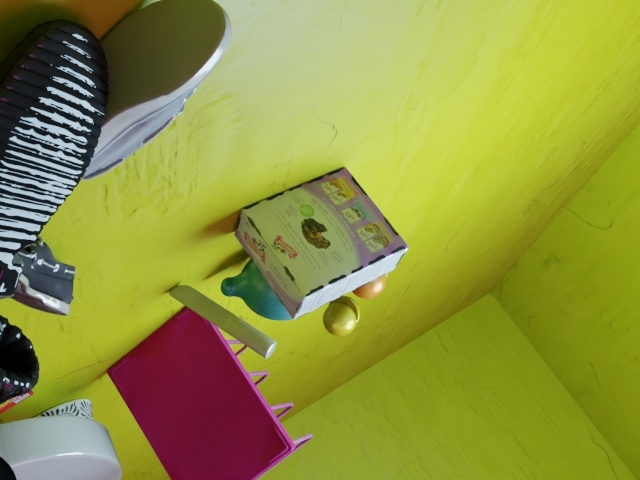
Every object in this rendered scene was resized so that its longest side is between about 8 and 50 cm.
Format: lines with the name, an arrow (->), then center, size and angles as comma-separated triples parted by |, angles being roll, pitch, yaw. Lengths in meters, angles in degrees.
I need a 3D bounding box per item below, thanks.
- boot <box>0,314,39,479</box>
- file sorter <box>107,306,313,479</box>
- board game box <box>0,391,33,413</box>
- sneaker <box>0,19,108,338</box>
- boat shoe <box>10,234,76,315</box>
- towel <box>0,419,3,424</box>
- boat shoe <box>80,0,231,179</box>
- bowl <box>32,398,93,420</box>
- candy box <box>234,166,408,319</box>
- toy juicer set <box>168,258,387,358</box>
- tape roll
boot -> -0.398, 0.201, 0.850 | 0.260, 0.131, 0.348 | -41, 145, 1
file sorter -> -0.178, 0.282, 1.338 | 0.202, 0.291, 0.182 | -38, 165, 8
board game box -> -0.470, 0.197, 0.981 | 0.146, 0.045, 0.193 | -32, 161, -12
sneaker -> -0.294, -0.039, 0.612 | 0.331, 0.146, 0.122 | -62, 157, -1
boat shoe -> -0.320, 0.022, 0.823 | 0.206, 0.075, 0.065 | 69, 33, -66
towel -> -0.587, 0.324, 1.130 | 0.102, 0.021, 0.237 | -45, 160, 28
boat shoe -> -0.163, -0.128, 0.682 | 0.227, 0.079, 0.081 | -34, 170, 16
bowl -> -0.459, 0.357, 1.350 | 0.170, 0.080, 0.170 | -31, 162, -11
candy box -> 0.000, 0.000, 1.140 | 0.196, 0.165, 0.070 | -24, 157, -30
toy juicer set -> -0.043, 0.090, 1.221 | 0.329, 0.209, 0.089 | -29, 153, -22
tape roll -> -0.509, 0.406, 1.211 | 0.391, 0.072, 0.392 | -23, 152, -13
